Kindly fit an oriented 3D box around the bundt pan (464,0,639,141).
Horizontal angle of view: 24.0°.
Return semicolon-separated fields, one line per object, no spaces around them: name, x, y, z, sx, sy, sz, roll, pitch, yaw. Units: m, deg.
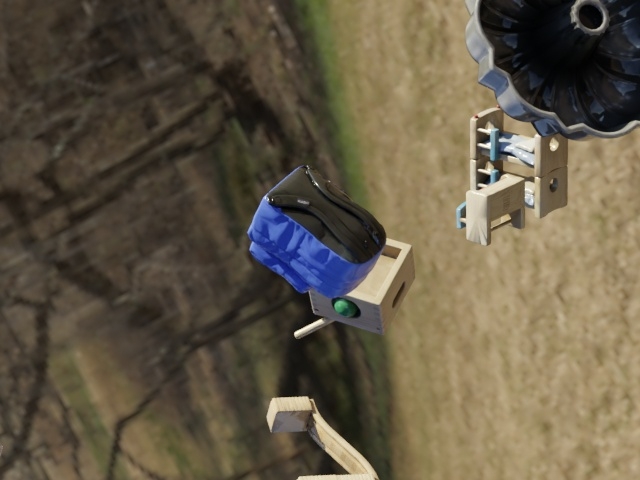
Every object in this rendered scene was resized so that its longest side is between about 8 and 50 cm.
bundt pan;0.334;-0.277;2.006;0.331;0.330;0.124;61;158;3

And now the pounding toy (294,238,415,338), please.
pounding toy;0.044;0.072;2.077;0.130;0.141;0.100;16;145;21

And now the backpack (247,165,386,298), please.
backpack;0.000;0.000;1.488;0.120;0.098;0.101;34;133;9

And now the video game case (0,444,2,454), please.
video game case;-0.459;0.213;1.689;0.157;0.019;0.143;-6;152;39

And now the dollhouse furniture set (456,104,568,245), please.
dollhouse furniture set;0.241;-0.095;2.105;0.129;0.183;0.129;19;122;41

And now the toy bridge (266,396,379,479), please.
toy bridge;0.012;0.182;1.086;0.188;0.063;0.026;-111;28;-47
